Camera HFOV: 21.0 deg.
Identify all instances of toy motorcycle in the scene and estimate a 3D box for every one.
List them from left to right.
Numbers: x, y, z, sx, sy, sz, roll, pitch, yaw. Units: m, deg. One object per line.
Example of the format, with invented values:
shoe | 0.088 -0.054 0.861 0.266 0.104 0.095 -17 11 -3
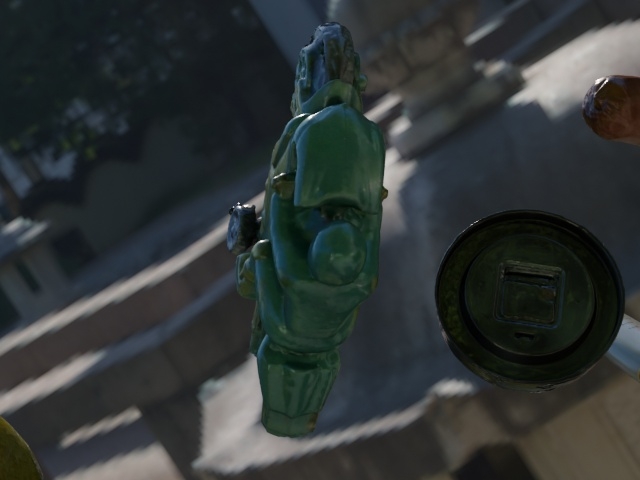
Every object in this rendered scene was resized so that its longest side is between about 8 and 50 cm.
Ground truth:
toy motorcycle | 0.000 0.002 1.267 0.109 0.296 0.198 5 28 -12

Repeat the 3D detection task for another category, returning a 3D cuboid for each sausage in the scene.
sausage | 0.356 -0.143 1.922 0.076 0.076 0.197 -28 -19 34

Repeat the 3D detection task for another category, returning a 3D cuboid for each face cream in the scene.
face cream | 0.382 0.131 2.109 0.072 0.051 0.182 -10 27 -24

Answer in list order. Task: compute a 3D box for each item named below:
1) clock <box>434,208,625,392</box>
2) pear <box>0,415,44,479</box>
clock | 0.201 0.059 1.669 0.184 0.184 0.040 -35 -19 -14
pear | -0.440 0.307 1.832 0.304 0.304 0.304 -32 8 5
